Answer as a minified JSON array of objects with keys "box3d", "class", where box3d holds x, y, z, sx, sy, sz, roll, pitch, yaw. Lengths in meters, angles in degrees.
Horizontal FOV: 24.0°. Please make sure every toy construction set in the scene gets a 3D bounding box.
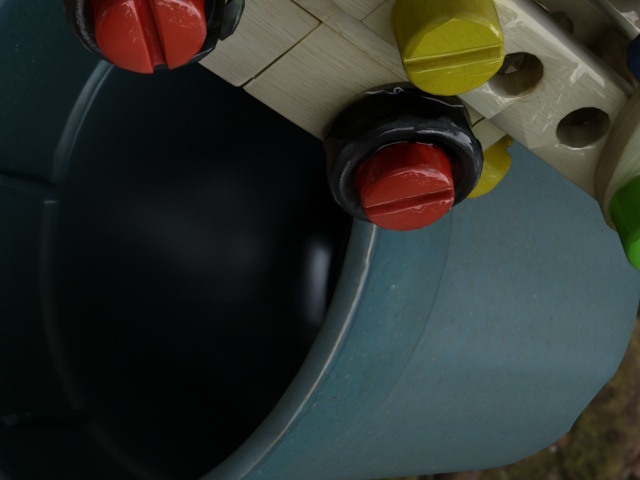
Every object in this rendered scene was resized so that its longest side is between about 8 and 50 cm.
[{"box3d":[0.052,-0.114,0.419,0.215,0.327,0.151,-36,-152,28],"class":"toy construction set"}]

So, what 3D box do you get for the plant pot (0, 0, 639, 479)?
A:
[{"box3d":[0.000,0.000,0.877,0.334,0.341,0.341,13,114,-49],"class":"plant pot"}]
